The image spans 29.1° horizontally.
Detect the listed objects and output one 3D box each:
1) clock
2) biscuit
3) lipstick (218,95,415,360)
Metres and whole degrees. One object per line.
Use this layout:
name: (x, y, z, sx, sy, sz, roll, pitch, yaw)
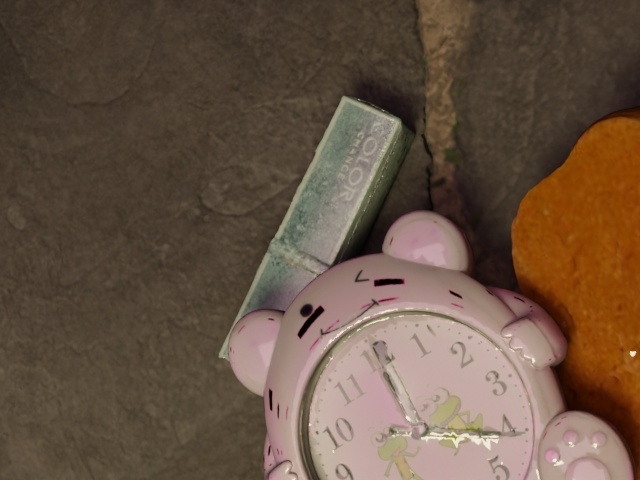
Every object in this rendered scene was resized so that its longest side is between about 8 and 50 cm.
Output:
clock: (0.085, 0.158, 1.082, 0.295, 0.113, 0.322, -32, 74, 8)
biscuit: (0.326, 0.035, 0.985, 0.350, 0.078, 0.455, 58, 139, 21)
lipstick: (0.000, 0.000, 1.213, 0.077, 0.076, 0.289, 27, 93, 20)
